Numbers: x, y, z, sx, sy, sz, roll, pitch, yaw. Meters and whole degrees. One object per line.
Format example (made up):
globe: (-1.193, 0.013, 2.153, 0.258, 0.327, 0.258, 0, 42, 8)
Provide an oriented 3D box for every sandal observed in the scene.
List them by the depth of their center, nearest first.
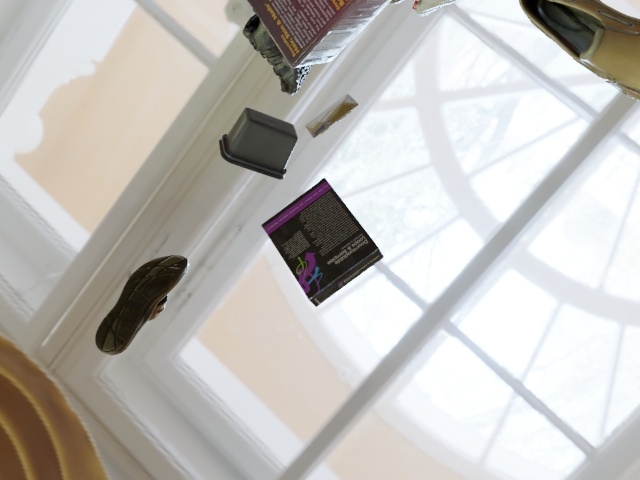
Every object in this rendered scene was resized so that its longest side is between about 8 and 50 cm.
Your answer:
sandal: (-0.306, 0.114, 1.341, 0.090, 0.219, 0.060, 13, 148, 26)

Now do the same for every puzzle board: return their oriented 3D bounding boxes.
puzzle board: (0.026, -0.287, 1.772, 0.011, 0.128, 0.096, 50, -174, -28)

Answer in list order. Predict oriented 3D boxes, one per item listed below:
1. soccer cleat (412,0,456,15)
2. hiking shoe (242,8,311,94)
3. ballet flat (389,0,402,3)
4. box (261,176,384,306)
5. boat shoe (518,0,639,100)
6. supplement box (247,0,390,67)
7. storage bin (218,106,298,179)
soccer cleat: (0.210, -0.420, 1.289, 0.076, 0.068, 0.196, 21, 173, -7)
hiking shoe: (-0.074, -0.350, 1.339, 0.114, 0.086, 0.227, 22, 151, 13)
ballet flat: (0.024, -0.609, 1.313, 0.483, 0.182, 0.164, 46, 161, -23)
box: (0.000, 0.000, 1.053, 0.162, 0.116, 0.029, 56, -177, 41)
boat shoe: (0.258, -0.173, 0.691, 0.190, 0.068, 0.072, 37, -144, 25)
supplement box: (0.020, -0.281, 0.800, 0.081, 0.188, 0.104, -25, -101, -51)
storage bin: (-0.111, -0.191, 1.449, 0.135, 0.091, 0.098, 18, -147, -26)
